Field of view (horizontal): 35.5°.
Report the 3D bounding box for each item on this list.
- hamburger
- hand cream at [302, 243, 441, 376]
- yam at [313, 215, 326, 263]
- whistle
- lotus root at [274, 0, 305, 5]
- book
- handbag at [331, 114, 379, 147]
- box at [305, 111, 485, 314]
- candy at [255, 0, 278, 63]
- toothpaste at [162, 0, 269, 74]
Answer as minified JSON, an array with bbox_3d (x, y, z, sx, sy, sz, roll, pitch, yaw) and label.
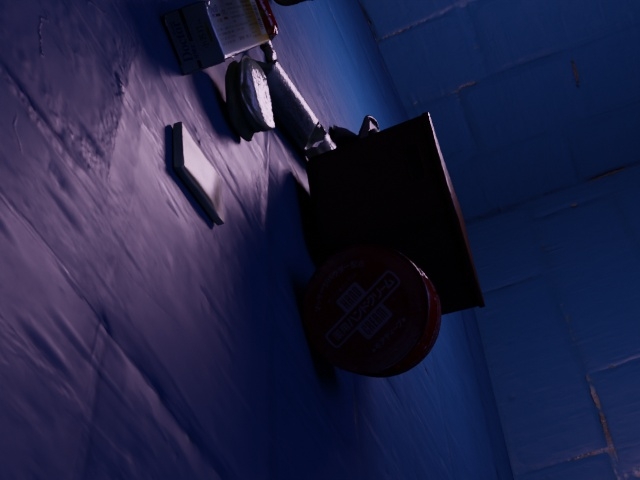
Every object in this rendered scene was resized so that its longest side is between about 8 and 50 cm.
[{"bbox_3d":[-0.107,-0.210,1.419,0.084,0.054,0.121,32,52,-65],"label":"hamburger"},{"bbox_3d":[0.078,0.105,1.461,0.125,0.193,0.193,39,34,-70],"label":"hand cream"},{"bbox_3d":[0.000,0.000,1.686,0.014,0.014,0.107,55,20,-51],"label":"yam"},{"bbox_3d":[-0.047,-0.219,1.703,0.312,0.062,0.062,49,25,-59],"label":"whistle"},{"bbox_3d":[-0.035,-0.600,2.002,0.188,0.199,0.180,69,15,-44],"label":"lotus root"},{"bbox_3d":[-0.143,-0.079,1.182,0.111,0.014,0.077,57,19,-47],"label":"book"},{"bbox_3d":[0.110,-0.106,2.109,0.326,0.118,0.269,-73,143,-67],"label":"handbag"},{"bbox_3d":[0.135,-0.016,1.750,0.339,0.229,0.239,61,15,-52],"label":"box"},{"bbox_3d":[-0.123,-0.407,1.660,0.086,0.059,0.292,-82,152,-67],"label":"candy"},{"bbox_3d":[-0.138,-0.297,1.407,0.313,0.071,0.089,-64,136,-73],"label":"toothpaste"}]
